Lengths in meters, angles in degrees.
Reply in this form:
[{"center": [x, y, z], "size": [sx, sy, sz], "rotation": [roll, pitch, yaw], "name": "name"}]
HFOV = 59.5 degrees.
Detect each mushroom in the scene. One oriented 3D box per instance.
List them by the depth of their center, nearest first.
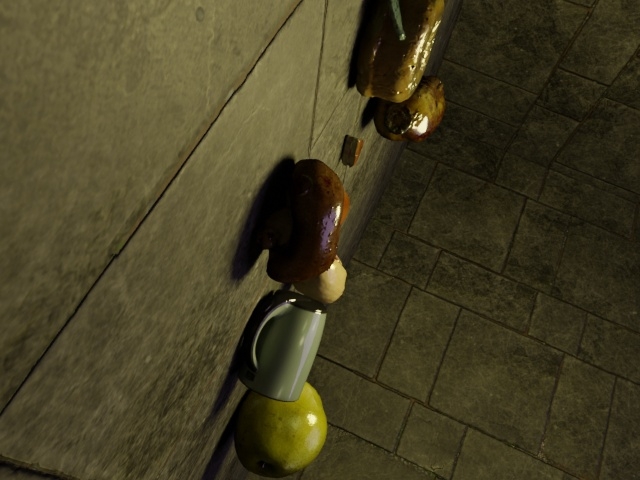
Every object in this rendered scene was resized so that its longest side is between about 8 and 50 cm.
[{"center": [-0.020, -0.031, 0.997], "size": [0.194, 0.138, 0.231], "rotation": [-55, 167, -57], "name": "mushroom"}]

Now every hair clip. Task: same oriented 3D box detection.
[{"center": [0.133, -0.470, 0.981], "size": [0.066, 0.036, 0.229], "rotation": [-55, 147, -54], "name": "hair clip"}]

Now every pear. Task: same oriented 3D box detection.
[{"center": [-0.119, 0.548, 1.636], "size": [0.294, 0.294, 0.294], "rotation": [24, 90, -83], "name": "pear"}]

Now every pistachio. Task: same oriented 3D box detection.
[{"center": [-0.005, 0.098, 1.502], "size": [0.145, 0.117, 0.200], "rotation": [-26, 145, 0], "name": "pistachio"}]

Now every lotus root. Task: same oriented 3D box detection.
[{"center": [0.264, -0.388, 1.651], "size": [0.397, 0.196, 0.179], "rotation": [-51, 128, -60], "name": "lotus root"}]

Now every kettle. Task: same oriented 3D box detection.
[{"center": [-0.097, 0.234, 1.310], "size": [0.221, 0.161, 0.236], "rotation": [18, 96, -52], "name": "kettle"}]

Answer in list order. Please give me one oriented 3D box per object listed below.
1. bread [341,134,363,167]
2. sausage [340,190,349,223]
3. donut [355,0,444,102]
[{"center": [0.086, -0.244, 1.457], "size": [0.062, 0.043, 0.109], "rotation": [-60, 169, -33], "name": "bread"}, {"center": [0.005, -0.064, 1.237], "size": [0.274, 0.105, 0.105], "rotation": [-40, 153, -74], "name": "sausage"}, {"center": [0.159, -0.401, 1.155], "size": [0.261, 0.128, 0.208], "rotation": [94, 22, -65], "name": "donut"}]
